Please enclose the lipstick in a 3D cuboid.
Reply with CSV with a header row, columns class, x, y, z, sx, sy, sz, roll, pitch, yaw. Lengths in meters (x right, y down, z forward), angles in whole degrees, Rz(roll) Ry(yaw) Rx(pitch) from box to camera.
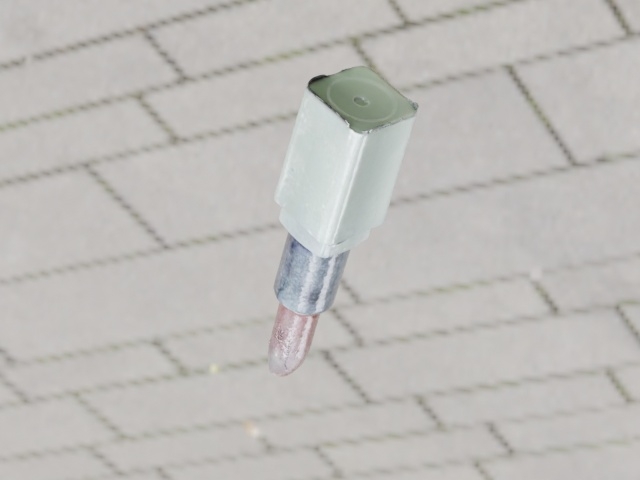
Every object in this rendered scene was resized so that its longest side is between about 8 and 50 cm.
class,x,y,z,sx,sy,sz,roll,pitch,yaw
lipstick,0.000,0.000,0.564,0.025,0.025,0.107,43,137,28
